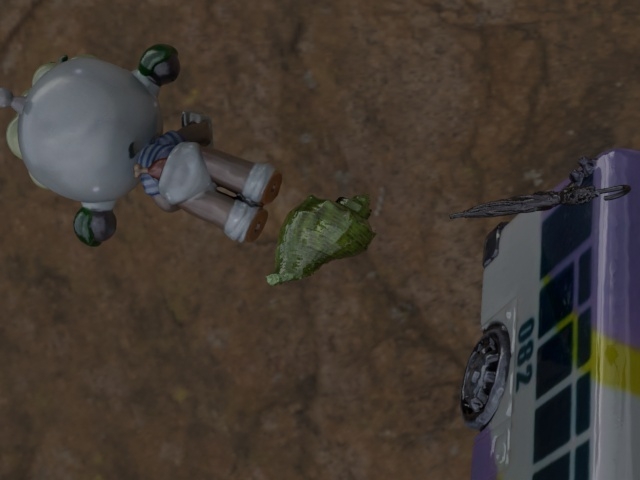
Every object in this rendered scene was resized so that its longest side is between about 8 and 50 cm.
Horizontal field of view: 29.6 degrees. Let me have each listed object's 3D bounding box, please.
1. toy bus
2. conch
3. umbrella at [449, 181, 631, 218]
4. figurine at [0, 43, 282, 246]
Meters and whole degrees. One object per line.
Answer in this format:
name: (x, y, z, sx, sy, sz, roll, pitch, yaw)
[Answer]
toy bus: (0.226, 0.158, 0.822, 0.249, 0.209, 0.439, 125, 158, -56)
conch: (0.000, 0.000, 1.080, 0.121, 0.089, 0.074, -44, 81, -5)
umbrella: (0.126, -0.022, 0.697, 0.122, 0.022, 0.013, -7, 110, 45)
figurine: (-0.122, -0.060, 0.813, 0.197, 0.093, 0.147, 23, 95, 2)
